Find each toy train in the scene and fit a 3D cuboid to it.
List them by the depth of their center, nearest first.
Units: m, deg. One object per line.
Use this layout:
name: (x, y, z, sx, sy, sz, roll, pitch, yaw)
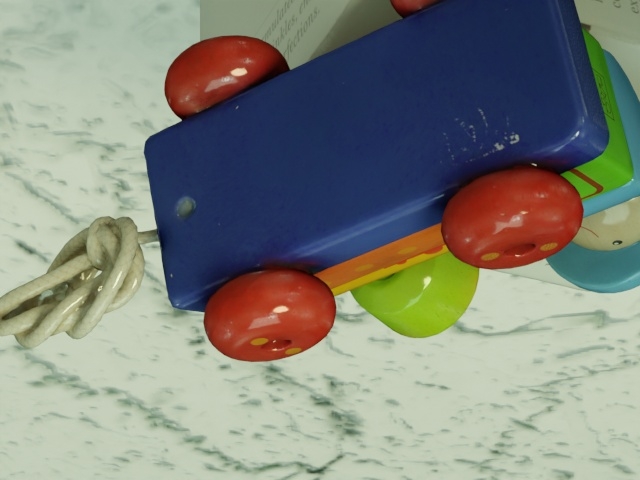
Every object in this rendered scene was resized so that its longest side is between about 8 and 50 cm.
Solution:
toy train: (0.000, 0.000, 0.643, 0.248, 0.105, 0.143, -23, 154, 25)

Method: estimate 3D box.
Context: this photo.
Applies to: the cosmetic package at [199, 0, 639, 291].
cosmetic package: (0.062, -0.094, 0.725, 0.183, 0.151, 0.151, 12, 143, -22)
